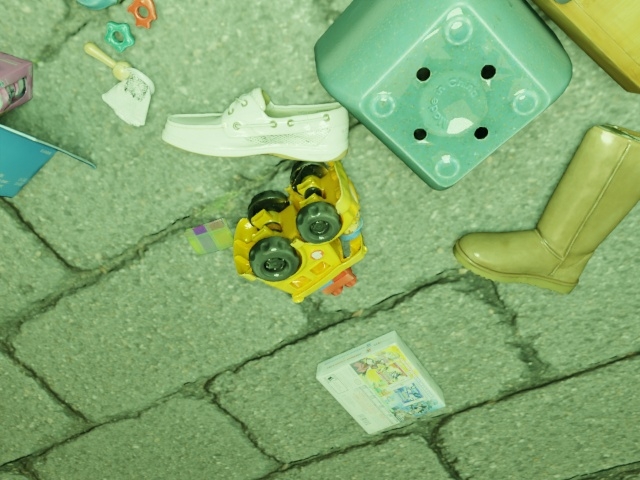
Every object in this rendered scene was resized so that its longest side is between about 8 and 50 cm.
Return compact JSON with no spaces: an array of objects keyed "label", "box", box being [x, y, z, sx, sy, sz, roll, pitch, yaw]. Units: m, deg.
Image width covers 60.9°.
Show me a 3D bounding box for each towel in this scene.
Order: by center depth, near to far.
[{"label":"towel","box":[-0.195,-0.006,0.971,0.083,0.009,0.060,-17,120,17]}]

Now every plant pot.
[{"label":"plant pot","box":[0.145,-0.205,0.660,0.248,0.252,0.247,39,119,-18]}]

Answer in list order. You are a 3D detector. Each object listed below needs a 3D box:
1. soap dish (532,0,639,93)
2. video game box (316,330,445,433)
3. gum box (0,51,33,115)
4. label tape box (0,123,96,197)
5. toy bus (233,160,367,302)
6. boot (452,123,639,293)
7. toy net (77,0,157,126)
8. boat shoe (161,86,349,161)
[{"label":"soap dish","box":[0.391,-0.314,0.576,0.229,0.118,0.291,35,131,-16]},{"label":"video game box","box":[0.124,0.294,1.111,0.187,0.048,0.205,-27,117,23]},{"label":"gum box","box":[-0.528,-0.244,0.791,0.188,0.107,0.062,17,123,-6]},{"label":"label tape box","box":[-0.541,-0.132,0.774,0.347,0.249,0.115,19,89,-5]},{"label":"toy bus","box":[0.000,0.000,0.885,0.220,0.149,0.211,-37,126,23]},{"label":"boot","box":[0.361,-0.056,0.840,0.236,0.089,0.270,11,124,-14]},{"label":"toy net","box":[-0.277,-0.281,0.781,0.122,0.045,0.232,-5,124,7]},{"label":"boat shoe","box":[-0.094,-0.179,0.801,0.277,0.098,0.096,1,121,-4]}]
